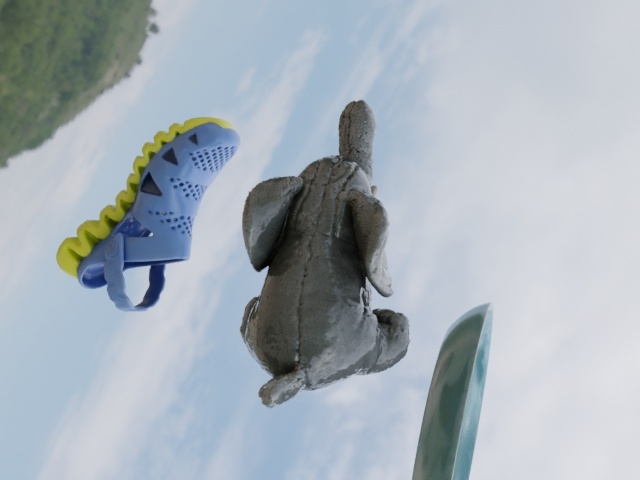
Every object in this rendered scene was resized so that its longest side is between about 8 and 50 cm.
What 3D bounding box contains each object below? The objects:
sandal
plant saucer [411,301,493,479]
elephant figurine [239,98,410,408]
[{"bbox_3d":[-0.203,-0.025,1.287,0.317,0.126,0.138,-48,-116,24],"label":"sandal"},{"bbox_3d":[0.136,0.218,1.057,0.317,0.044,0.317,9,90,-76],"label":"plant saucer"},{"bbox_3d":[0.000,0.000,0.901,0.186,0.170,0.239,30,-61,60],"label":"elephant figurine"}]
